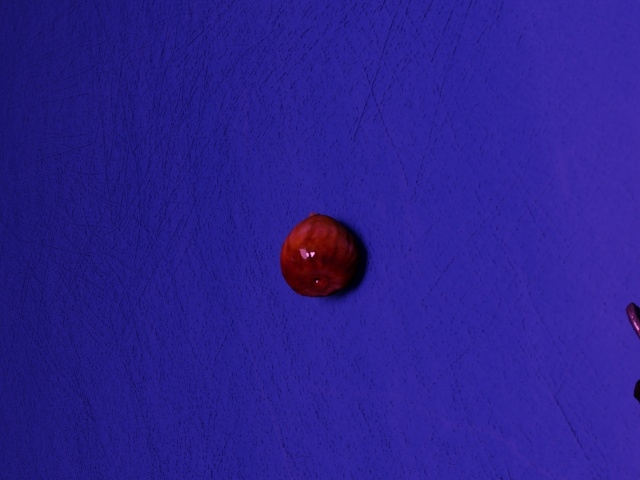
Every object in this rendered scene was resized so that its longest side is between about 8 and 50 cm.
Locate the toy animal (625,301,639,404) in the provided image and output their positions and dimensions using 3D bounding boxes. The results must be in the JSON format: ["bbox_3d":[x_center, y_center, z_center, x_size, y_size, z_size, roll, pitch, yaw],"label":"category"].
[{"bbox_3d":[0.326,0.124,0.804,0.298,0.122,0.185,18,98,52],"label":"toy animal"}]

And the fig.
[{"bbox_3d":[0.000,0.000,1.271,0.089,0.089,0.125,-45,29,36],"label":"fig"}]
